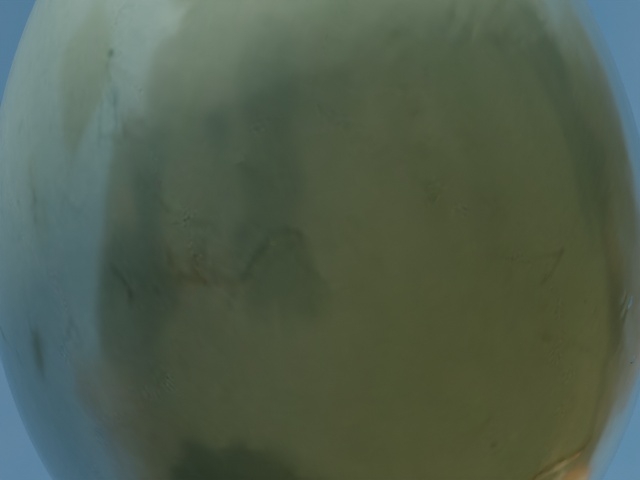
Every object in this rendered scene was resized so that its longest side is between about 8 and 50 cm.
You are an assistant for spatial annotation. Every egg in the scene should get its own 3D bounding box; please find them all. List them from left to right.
[{"bbox_3d":[0.000,0.000,0.534,0.183,0.183,0.264,-24,-41,-17],"label":"egg"}]
